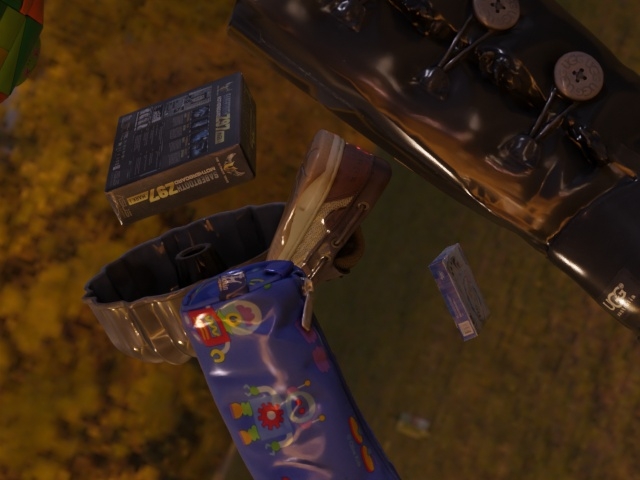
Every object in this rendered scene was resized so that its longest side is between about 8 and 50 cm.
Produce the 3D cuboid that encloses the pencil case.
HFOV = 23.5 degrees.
[{"bbox_3d":[-0.019,0.158,1.430,0.133,0.306,0.119,-21,9,26],"label":"pencil case"}]

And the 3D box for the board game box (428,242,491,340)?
[{"bbox_3d":[0.152,0.055,1.665,0.020,0.090,0.090,-24,4,20],"label":"board game box"}]

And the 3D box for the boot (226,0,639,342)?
[{"bbox_3d":[0.197,-0.161,1.247,0.367,0.445,0.146,-47,-11,-34],"label":"boot"}]

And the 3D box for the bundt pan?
[{"bbox_3d":[-0.155,0.068,2.133,0.331,0.331,0.124,-85,-24,-73],"label":"bundt pan"}]

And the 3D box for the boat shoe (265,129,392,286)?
[{"bbox_3d":[0.000,0.000,1.573,0.285,0.092,0.102,112,177,-51],"label":"boat shoe"}]

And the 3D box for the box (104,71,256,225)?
[{"bbox_3d":[-0.176,-0.122,1.984,0.232,0.183,0.059,-96,-17,-61],"label":"box"}]

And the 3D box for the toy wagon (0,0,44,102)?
[{"bbox_3d":[-0.415,-0.254,1.861,0.267,0.068,0.344,-64,-18,0],"label":"toy wagon"}]

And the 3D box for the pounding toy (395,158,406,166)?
[{"bbox_3d":[0.119,-0.191,1.919,0.181,0.094,0.206,-32,30,55],"label":"pounding toy"}]
